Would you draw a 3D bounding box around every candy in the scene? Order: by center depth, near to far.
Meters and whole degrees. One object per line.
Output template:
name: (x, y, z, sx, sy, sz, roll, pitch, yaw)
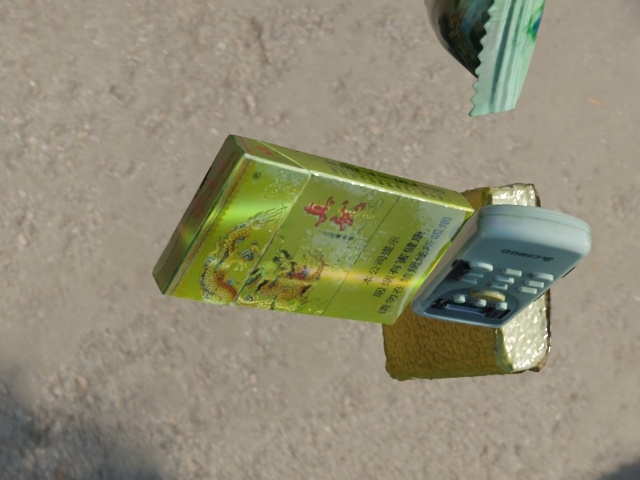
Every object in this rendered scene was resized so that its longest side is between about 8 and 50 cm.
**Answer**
candy: (0.209, -0.393, 1.619, 0.172, 0.398, 0.262, -10, 134, -19)

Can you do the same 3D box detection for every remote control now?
remote control: (0.210, 0.036, 1.319, 0.140, 0.296, 0.056, 9, 67, -10)

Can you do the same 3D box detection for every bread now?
bread: (0.240, 0.079, 1.923, 0.143, 0.333, 0.323, 2, 82, -34)

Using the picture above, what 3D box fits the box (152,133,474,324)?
box: (0.000, 0.000, 1.134, 0.311, 0.043, 0.173, 11, 122, -40)
